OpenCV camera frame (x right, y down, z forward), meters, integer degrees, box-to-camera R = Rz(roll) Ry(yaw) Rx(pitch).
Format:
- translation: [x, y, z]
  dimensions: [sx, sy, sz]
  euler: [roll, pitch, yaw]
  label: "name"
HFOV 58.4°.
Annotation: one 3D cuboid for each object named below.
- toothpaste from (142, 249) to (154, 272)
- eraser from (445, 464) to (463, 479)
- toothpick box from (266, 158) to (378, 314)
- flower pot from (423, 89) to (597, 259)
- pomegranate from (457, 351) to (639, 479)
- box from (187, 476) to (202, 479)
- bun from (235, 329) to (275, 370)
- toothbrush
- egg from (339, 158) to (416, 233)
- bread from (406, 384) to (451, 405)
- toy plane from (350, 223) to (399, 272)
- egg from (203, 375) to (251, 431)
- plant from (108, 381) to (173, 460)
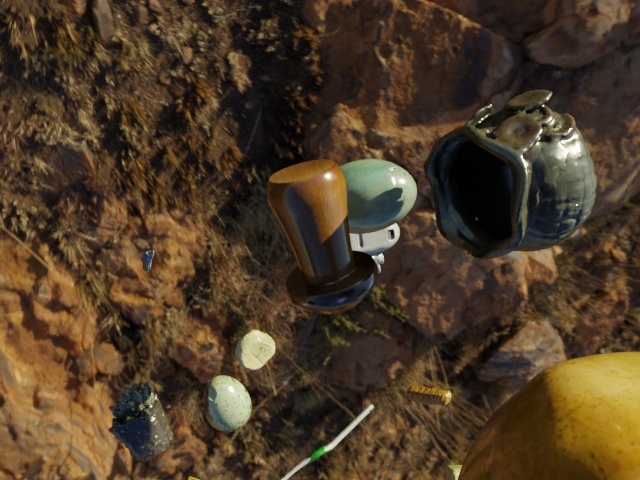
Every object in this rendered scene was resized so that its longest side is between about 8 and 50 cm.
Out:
- translation: [-0.433, 0.053, 1.435]
  dimensions: [0.027, 0.019, 0.083]
  euler: [-8, 145, -28]
  label: "toothpaste"
- translation: [0.406, 0.596, 1.426]
  dimensions: [0.172, 0.117, 0.058]
  euler: [0, 79, 4]
  label: "eraser"
- translation: [0.000, 0.000, 1.125]
  dimensions: [0.192, 0.192, 0.294]
  euler: [-22, 111, -17]
  label: "toothpick box"
- translation: [0.350, -0.123, 1.074]
  dimensions: [0.213, 0.302, 0.301]
  euler: [-17, 120, -23]
  label: "flower pot"
- translation: [0.363, 0.323, 0.661]
  dimensions: [0.417, 0.417, 0.416]
  euler: [-11, 118, -22]
  label: "pomegranate"
- translation: [-0.203, 0.476, 0.931]
  dimensions: [0.023, 0.087, 0.155]
  euler: [54, 48, -55]
  label: "box"
- translation: [-0.181, 0.291, 1.544]
  dimensions: [0.115, 0.069, 0.115]
  euler: [-15, 120, -28]
  label: "bun"
- translation: [0.000, 0.458, 1.245]
  dimensions: [0.304, 0.030, 0.030]
  euler: [-40, 125, -11]
  label: "toothbrush"
- translation: [0.102, -0.101, 1.313]
  dimensions: [0.237, 0.169, 0.169]
  euler: [-14, 125, 17]
  label: "egg"
- translation: [0.348, 0.500, 1.845]
  dimensions: [0.044, 0.157, 0.052]
  euler: [57, 49, -27]
  label: "bread"
- translation: [0.093, -0.010, 1.579]
  dimensions: [0.252, 0.118, 0.252]
  euler: [-1, 105, -4]
  label: "toy plane"
- translation: [-0.170, 0.292, 1.028]
  dimensions: [0.085, 0.085, 0.110]
  euler: [-28, 120, -13]
  label: "egg"
- translation: [-0.490, 0.486, 1.547]
  dimensions: [0.132, 0.129, 0.194]
  euler: [-25, 95, 0]
  label: "plant"
